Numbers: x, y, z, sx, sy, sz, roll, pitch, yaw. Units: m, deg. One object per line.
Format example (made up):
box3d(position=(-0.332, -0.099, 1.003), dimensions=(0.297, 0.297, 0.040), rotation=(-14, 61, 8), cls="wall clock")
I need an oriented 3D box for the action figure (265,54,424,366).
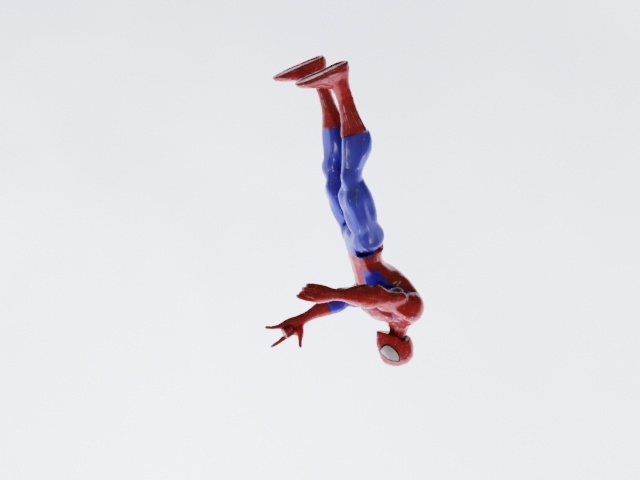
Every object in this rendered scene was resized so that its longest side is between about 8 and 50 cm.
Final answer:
box3d(position=(0.000, 0.000, 1.007), dimensions=(0.139, 0.280, 0.091), rotation=(-26, -160, -11), cls="action figure")
